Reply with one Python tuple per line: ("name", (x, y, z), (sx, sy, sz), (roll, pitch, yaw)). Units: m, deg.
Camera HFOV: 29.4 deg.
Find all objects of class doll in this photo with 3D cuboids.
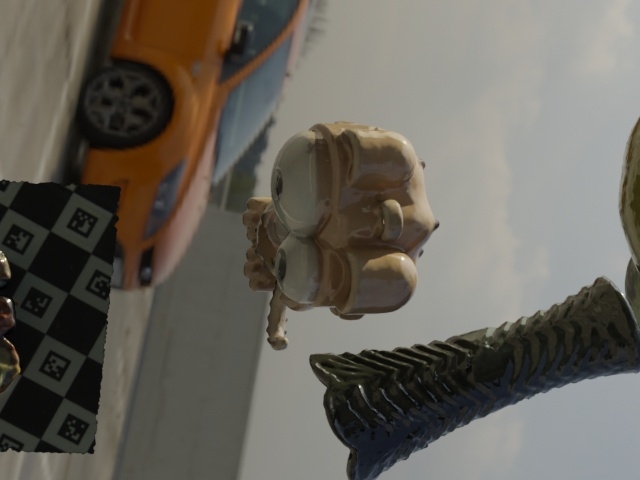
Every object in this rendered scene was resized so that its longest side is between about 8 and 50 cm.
("doll", (0.000, -0.002, 0.964), (0.278, 0.119, 0.154), (146, -58, -66))

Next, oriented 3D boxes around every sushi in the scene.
("sushi", (-0.343, 0.073, 1.255), (0.050, 0.264, 0.290), (160, -67, -73))

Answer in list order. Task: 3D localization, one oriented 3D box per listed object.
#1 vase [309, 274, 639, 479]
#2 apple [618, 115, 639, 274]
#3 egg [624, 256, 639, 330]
("vase", (0.120, 0.100, 0.923), (0.115, 0.237, 0.115), (162, -90, -89))
("apple", (0.268, -0.030, 0.710), (0.200, 0.200, 0.200), (-169, -90, -85))
("egg", (0.397, 0.057, 1.228), (0.177, 0.228, 0.177), (-31, -135, 37))
